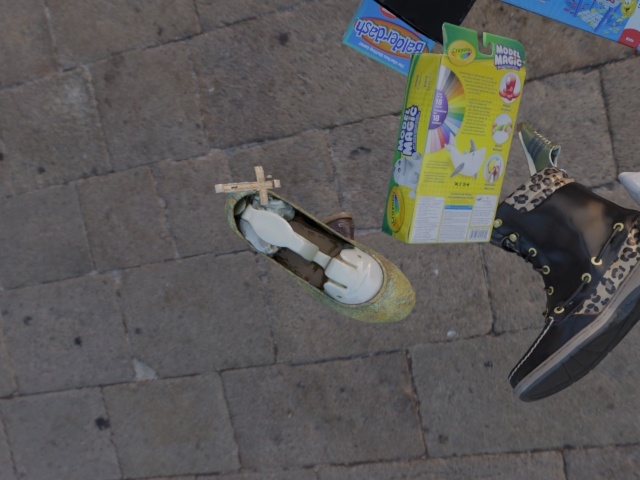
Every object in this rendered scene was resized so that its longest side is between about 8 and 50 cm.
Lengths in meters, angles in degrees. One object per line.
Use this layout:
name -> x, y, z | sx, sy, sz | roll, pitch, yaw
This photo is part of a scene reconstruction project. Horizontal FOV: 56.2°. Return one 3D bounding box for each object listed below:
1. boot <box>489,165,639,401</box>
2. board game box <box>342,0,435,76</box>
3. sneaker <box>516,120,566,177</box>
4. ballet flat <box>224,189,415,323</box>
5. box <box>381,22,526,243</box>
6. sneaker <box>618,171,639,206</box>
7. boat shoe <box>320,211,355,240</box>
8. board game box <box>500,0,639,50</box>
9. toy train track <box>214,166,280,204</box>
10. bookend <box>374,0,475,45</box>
boot -> 0.403, 0.064, 1.049 | 0.377, 0.138, 0.284 | -51, 50, 10
board game box -> 0.158, -0.430, 1.111 | 0.160, 0.047, 0.210 | 23, 120, -13
sneaker -> 0.566, -0.229, 1.520 | 0.086, 0.064, 0.192 | -24, 63, 34
ballet flat -> -0.005, 0.025, 0.945 | 0.349, 0.123, 0.123 | 33, 104, 4
box -> 0.116, -0.088, 0.519 | 0.043, 0.105, 0.179 | 30, 115, 52
sneaker -> 0.631, -0.103, 1.094 | 0.094, 0.212, 0.080 | 56, 134, 42
boat shoe -> 0.000, 0.000, 1.340 | 0.207, 0.073, 0.073 | -25, 70, 52
board game box -> 0.446, -0.467, 1.052 | 0.302, 0.308, 0.086 | 26, 131, 13
toy train track -> -0.085, -0.065, 0.713 | 0.083, 0.014, 0.048 | -8, 85, -28
bookend -> 0.154, -0.378, 0.829 | 0.072, 0.157, 0.156 | 48, 114, 39
